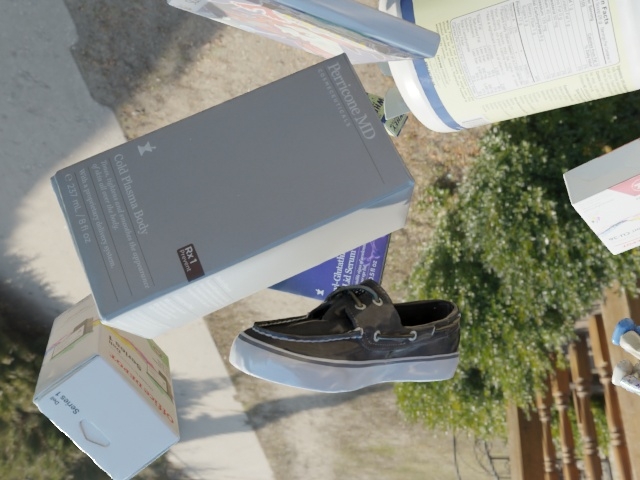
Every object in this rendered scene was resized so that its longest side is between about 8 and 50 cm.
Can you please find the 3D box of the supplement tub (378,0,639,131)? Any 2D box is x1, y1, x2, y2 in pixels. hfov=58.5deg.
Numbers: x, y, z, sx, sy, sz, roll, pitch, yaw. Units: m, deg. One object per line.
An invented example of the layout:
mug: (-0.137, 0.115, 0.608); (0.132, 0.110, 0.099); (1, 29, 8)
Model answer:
supplement tub: (0.252, -0.263, 0.622); (0.324, 0.236, 0.235); (-8, 148, 34)

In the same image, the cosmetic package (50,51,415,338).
cosmetic package: (-0.059, -0.031, 0.445); (0.237, 0.127, 0.107); (-26, 163, -2)

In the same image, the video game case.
video game case: (-0.025, -0.196, 0.505); (0.201, 0.023, 0.183); (11, -170, -23)

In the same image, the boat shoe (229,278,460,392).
boat shoe: (0.035, 0.067, 0.441); (0.228, 0.076, 0.080); (10, -178, -38)

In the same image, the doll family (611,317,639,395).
doll family: (0.437, 0.188, 0.622); (0.262, 0.163, 0.118); (12, 107, -22)

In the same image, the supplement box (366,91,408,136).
supplement box: (0.142, -0.289, 1.318); (0.083, 0.056, 0.083); (29, -178, 35)

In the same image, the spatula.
spatula: (0.159, -0.306, 0.948); (0.019, 0.242, 0.168); (-1, 110, 40)

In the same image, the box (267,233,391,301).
box: (0.000, 0.000, 0.859); (0.207, 0.108, 0.153); (11, 110, 7)

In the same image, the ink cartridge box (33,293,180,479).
ink cartridge box: (-0.348, 0.227, 0.956); (0.117, 0.278, 0.201); (-36, 114, -6)

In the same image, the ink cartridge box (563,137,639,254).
ink cartridge box: (0.467, -0.051, 0.859); (0.115, 0.067, 0.198); (-28, 133, 34)
